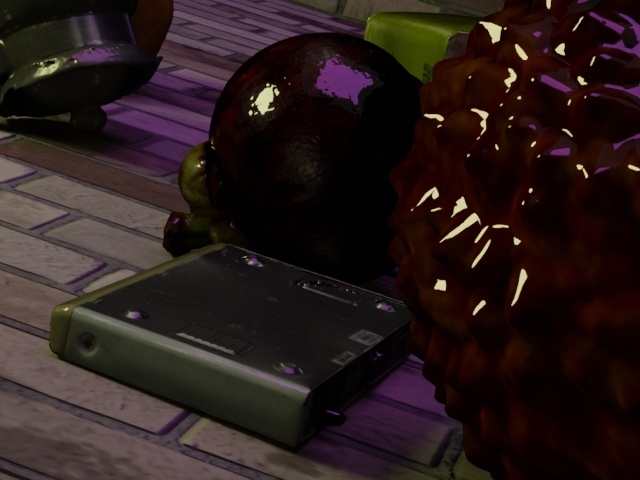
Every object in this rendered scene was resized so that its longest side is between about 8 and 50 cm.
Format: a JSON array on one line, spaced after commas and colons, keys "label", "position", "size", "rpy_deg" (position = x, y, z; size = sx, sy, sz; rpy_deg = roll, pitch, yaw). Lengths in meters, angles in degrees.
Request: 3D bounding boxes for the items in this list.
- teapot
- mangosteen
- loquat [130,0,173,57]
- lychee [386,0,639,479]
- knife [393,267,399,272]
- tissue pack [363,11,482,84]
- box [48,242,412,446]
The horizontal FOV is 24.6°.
[{"label": "teapot", "position": [-0.306, -0.244, 1.544], "size": [0.223, 0.285, 0.305], "rpy_deg": [-23, -8, 37]}, {"label": "mangosteen", "position": [-0.018, -0.056, 1.274], "size": [0.265, 0.228, 0.228], "rpy_deg": [-30, 25, -6]}, {"label": "loquat", "position": [-0.302, -0.306, 1.894], "size": [0.238, 0.193, 0.238], "rpy_deg": [21, 12, -5]}, {"label": "lychee", "position": [0.284, 0.020, 0.854], "size": [0.500, 0.425, 0.424], "rpy_deg": [21, 14, -3]}, {"label": "knife", "position": [0.000, 0.000, 1.400], "size": [0.260, 0.035, 0.063], "rpy_deg": [20, 9, -6]}, {"label": "tissue pack", "position": [0.173, -0.155, 1.578], "size": [0.200, 0.167, 0.274], "rpy_deg": [4, 12, -16]}, {"label": "box", "position": [-0.045, 0.064, 1.063], "size": [0.210, 0.045, 0.270], "rpy_deg": [19, 15, 18]}]
